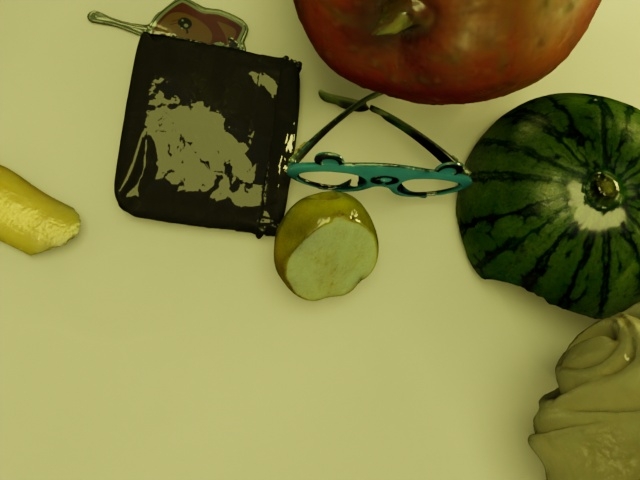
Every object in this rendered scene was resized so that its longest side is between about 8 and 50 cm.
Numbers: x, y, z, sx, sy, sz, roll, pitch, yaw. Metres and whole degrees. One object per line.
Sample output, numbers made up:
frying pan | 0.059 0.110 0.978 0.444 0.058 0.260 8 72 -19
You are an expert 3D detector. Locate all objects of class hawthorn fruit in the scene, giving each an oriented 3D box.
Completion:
hawthorn fruit | 0.128 -0.332 0.919 0.402 0.403 0.403 1 79 -6

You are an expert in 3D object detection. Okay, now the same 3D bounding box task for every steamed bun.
steamed bun | 0.392 0.197 0.901 0.255 0.342 0.368 43 90 16

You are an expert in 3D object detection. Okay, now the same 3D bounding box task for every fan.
fan | -0.209 -0.274 1.074 0.220 0.009 0.132 17 78 -3

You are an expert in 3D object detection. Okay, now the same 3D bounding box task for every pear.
pear | 0.000 0.000 0.992 0.141 0.104 0.141 -12 123 -19

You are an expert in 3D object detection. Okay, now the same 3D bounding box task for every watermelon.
watermelon | 0.359 -0.054 1.015 0.330 0.189 0.331 1 85 -9

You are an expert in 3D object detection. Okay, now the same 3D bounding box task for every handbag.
handbag | -0.141 -0.138 1.018 0.223 0.080 0.247 8 81 -6

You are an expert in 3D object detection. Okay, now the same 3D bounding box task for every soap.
soap | -0.385 -0.034 0.998 0.168 0.033 0.089 32 80 0

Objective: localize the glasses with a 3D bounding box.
glasses | 0.076 -0.127 1.047 0.239 0.102 0.207 5 42 -6
